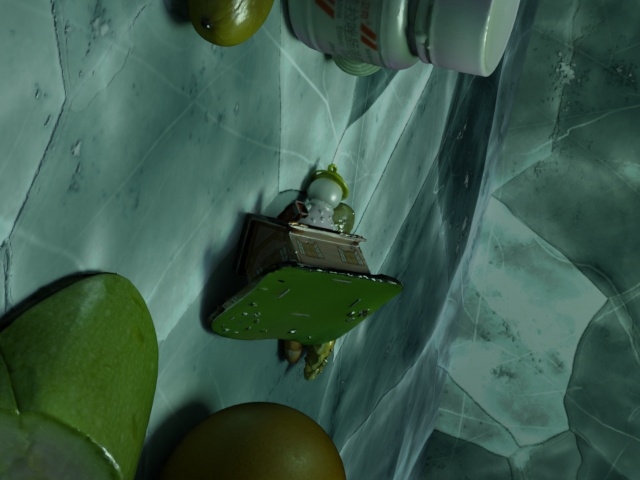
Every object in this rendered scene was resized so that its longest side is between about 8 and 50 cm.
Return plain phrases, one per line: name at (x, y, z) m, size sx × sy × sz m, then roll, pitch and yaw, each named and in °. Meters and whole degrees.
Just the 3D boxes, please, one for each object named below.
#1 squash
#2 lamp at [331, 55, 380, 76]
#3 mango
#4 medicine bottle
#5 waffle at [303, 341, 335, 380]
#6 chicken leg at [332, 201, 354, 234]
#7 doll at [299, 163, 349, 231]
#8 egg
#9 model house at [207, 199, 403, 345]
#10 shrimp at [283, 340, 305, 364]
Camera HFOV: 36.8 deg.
squash at (-0.288, 0.161, 1.060) m, size 0.309 × 0.210 × 0.234 m, roll -97°, pitch -172°, yaw -56°
lamp at (0.077, -0.336, 1.641) m, size 0.193 × 0.106 × 0.106 m, roll -49°, pitch 152°, yaw -73°
mango at (-0.094, -0.344, 1.136) m, size 0.137 × 0.091 × 0.238 m, roll 24°, pitch 77°, yaw -77°
medicine bottle at (0.129, -0.372, 1.415) m, size 0.241 × 0.301 × 0.241 m, roll 17°, pitch 90°, yaw -72°
waffle at (0.019, 0.142, 1.884) m, size 0.261 × 0.056 × 0.250 m, roll -55°, pitch 161°, yaw -70°
chicken leg at (0.000, 0.000, 1.746) m, size 0.178 × 0.070 × 0.093 m, roll -46°, pitch 109°, yaw -37°
doll at (-0.006, -0.042, 1.677) m, size 0.129 × 0.081 × 0.207 m, roll 33°, pitch 67°, yaw -37°
egg at (-0.108, 0.394, 1.444) m, size 0.351 × 0.282 × 0.283 m, roll -27°, pitch 132°, yaw -57°
model house at (-0.044, 0.049, 1.533) m, size 0.293 × 0.154 × 0.207 m, roll 11°, pitch 139°, yaw -46°
shrimp at (-0.025, 0.129, 1.817) m, size 0.133 × 0.053 × 0.236 m, roll -43°, pitch 149°, yaw -54°
